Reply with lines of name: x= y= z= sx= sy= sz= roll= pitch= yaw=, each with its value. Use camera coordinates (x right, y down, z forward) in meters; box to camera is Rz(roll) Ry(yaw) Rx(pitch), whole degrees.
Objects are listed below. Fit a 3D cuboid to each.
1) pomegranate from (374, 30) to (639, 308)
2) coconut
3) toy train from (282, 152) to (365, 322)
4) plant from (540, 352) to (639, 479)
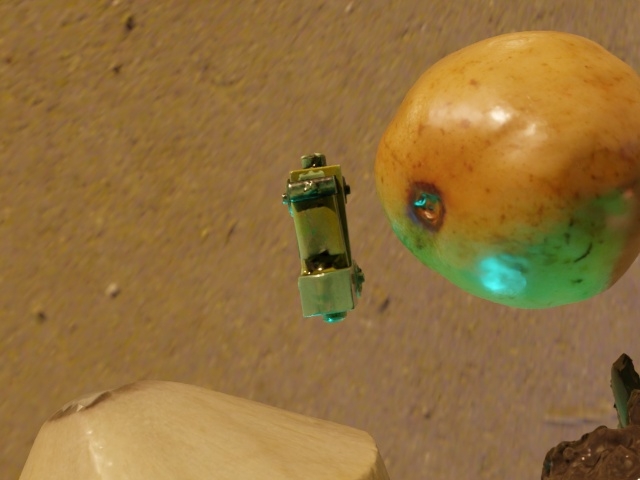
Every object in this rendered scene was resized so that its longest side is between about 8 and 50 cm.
pomegranate: x=0.139 y=-0.046 z=1.132 sx=0.196 sy=0.196 sz=0.196 roll=3 pitch=110 yaw=9
coconut: x=-0.051 y=0.164 z=0.768 sx=0.202 sy=0.202 sz=0.222 roll=-21 pitch=97 yaw=17
toy train: x=0.000 y=0.000 z=1.237 sx=0.050 sy=0.081 sz=0.122 roll=-8 pitch=94 yaw=6
plant: x=0.217 y=0.172 z=1.148 sx=0.142 sy=0.203 sz=0.131 roll=32 pitch=137 yaw=-10
